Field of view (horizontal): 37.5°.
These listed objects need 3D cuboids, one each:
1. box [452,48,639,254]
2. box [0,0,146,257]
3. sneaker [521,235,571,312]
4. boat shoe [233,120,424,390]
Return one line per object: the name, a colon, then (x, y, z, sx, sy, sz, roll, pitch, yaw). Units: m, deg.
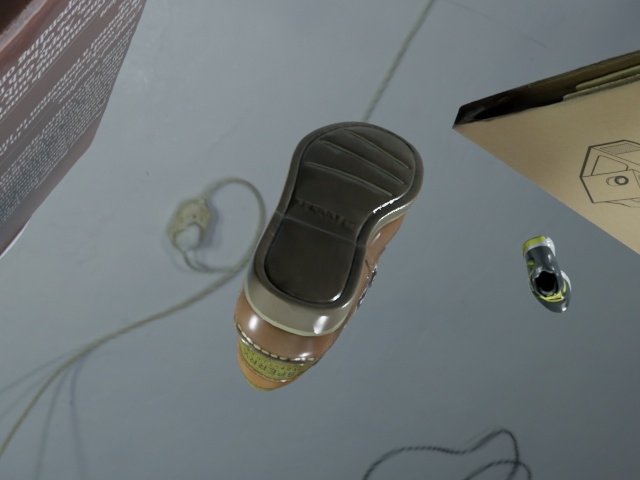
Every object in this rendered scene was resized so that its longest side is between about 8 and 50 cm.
box: (0.195, -0.031, 0.504, 0.201, 0.164, 0.021, 28, 72, -26)
box: (-0.192, -0.080, 0.450, 0.143, 0.381, 0.191, 36, 67, -7)
sneaker: (0.174, 0.034, 0.726, 0.031, 0.035, 0.083, -17, 134, 19)
boat shoe: (0.000, 0.000, 0.782, 0.111, 0.307, 0.104, 27, 126, 7)
